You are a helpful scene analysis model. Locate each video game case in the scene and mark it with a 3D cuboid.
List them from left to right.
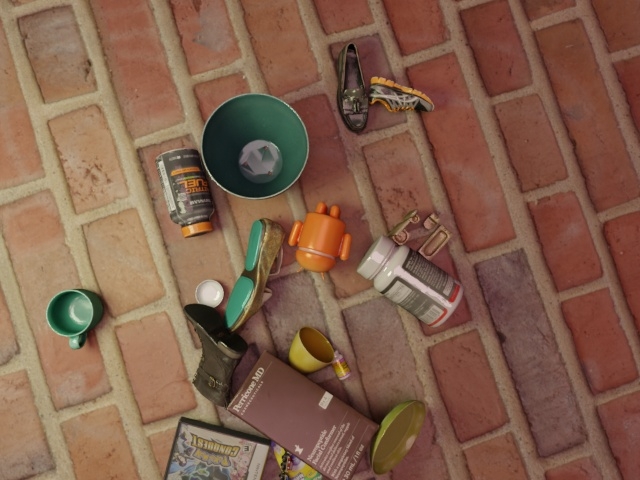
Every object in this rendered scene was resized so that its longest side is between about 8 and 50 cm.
[{"bbox_3d":[-0.306,0.665,1.318,0.274,0.035,0.249,16,95,-2],"label":"video game case"}]

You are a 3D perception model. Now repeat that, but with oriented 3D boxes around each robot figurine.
[{"bbox_3d":[-0.002,0.000,1.348,0.157,0.128,0.220,18,84,-30],"label":"robot figurine"}]

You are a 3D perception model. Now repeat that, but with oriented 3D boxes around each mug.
[{"bbox_3d":[-0.706,0.216,1.308,0.129,0.097,0.158,27,86,-2],"label":"mug"}]

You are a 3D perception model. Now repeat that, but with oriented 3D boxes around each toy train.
[{"bbox_3d":[-0.096,0.646,1.315,0.036,0.027,0.159,8,86,-12],"label":"toy train"}]

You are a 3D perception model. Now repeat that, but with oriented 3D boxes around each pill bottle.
[{"bbox_3d":[-0.389,-0.134,1.331,0.130,0.130,0.246,-16,89,-4],"label":"pill bottle"},{"bbox_3d":[0.057,0.374,1.370,0.043,0.043,0.083,-27,89,-4],"label":"pill bottle"},{"bbox_3d":[0.260,0.115,1.339,0.283,0.161,0.161,35,85,-1],"label":"pill bottle"}]

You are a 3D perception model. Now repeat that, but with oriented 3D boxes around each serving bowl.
[{"bbox_3d":[-0.332,0.160,1.368,0.083,0.027,0.084,0,86,-3],"label":"serving bowl"}]

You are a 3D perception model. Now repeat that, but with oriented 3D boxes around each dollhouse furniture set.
[{"bbox_3d":[0.313,-0.018,1.368,0.151,0.123,0.144,43,86,0],"label":"dollhouse furniture set"}]

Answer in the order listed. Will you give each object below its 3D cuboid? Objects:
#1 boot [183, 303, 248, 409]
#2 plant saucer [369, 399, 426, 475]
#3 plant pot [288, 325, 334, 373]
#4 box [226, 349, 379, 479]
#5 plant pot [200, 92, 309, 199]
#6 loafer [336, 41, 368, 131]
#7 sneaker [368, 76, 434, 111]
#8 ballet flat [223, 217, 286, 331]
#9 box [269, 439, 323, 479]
[{"bbox_3d":[-0.329,0.334,1.305,0.262,0.091,0.229,37,117,26],"label":"boot"},{"bbox_3d":[0.217,0.558,1.308,0.037,0.241,0.241,28,84,41],"label":"plant saucer"},{"bbox_3d":[-0.040,0.335,1.335,0.134,0.134,0.095,42,109,0],"label":"plant pot"},{"bbox_3d":[-0.050,0.493,1.270,0.381,0.143,0.191,30,69,8],"label":"box"},{"bbox_3d":[-0.181,-0.249,1.316,0.289,0.195,0.291,0,86,-3],"label":"plant pot"},{"bbox_3d":[0.097,-0.474,1.400,0.096,0.084,0.268,-7,87,-4],"label":"loafer"},{"bbox_3d":[0.248,-0.437,1.416,0.214,0.084,0.083,20,99,1],"label":"sneaker"},{"bbox_3d":[-0.183,0.110,1.346,0.123,0.123,0.349,16,88,-2],"label":"ballet flat"},{"bbox_3d":[-0.071,0.651,1.349,0.105,0.043,0.179,-25,90,-3],"label":"box"}]
